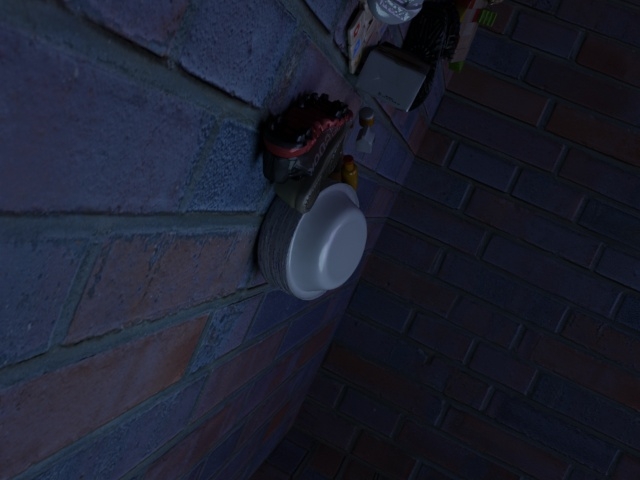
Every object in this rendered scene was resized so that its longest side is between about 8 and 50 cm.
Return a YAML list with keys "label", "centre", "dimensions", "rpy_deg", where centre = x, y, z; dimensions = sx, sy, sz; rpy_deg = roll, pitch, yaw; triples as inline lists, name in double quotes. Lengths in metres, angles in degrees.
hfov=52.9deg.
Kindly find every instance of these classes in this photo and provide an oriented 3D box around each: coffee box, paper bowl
- label: "coffee box"
  centre: [0.182, -0.405, 1.571]
  dimensions: [0.098, 0.141, 0.246]
  rpy_deg: [-64, 179, 25]
- label: "paper bowl"
  centre: [0.000, 0.000, 1.471]
  dimensions: [0.284, 0.148, 0.284]
  rpy_deg: [-36, 137, -43]

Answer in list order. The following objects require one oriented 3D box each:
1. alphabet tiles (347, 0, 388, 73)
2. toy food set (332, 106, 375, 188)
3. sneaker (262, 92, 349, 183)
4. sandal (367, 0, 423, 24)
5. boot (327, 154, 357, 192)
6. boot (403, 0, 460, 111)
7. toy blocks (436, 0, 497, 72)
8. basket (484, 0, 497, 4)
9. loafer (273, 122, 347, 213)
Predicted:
- label: "alphabet tiles"
  centre: [0.123, -0.523, 1.434]
  dimensions: [0.278, 0.021, 0.284]
  rpy_deg: [-63, 169, -13]
- label: "toy food set"
  centre: [0.067, -0.247, 1.539]
  dimensions: [0.104, 0.111, 0.232]
  rpy_deg: [84, 24, -61]
- label: "sneaker"
  centre: [-0.032, -0.193, 1.233]
  dimensions: [0.276, 0.097, 0.135]
  rpy_deg: [-48, 160, -51]
- label: "sandal"
  centre: [0.168, -0.615, 1.180]
  dimensions: [0.102, 0.169, 0.416]
  rpy_deg: [59, -44, 48]
- label: "boot"
  centre: [-0.014, -0.071, 1.642]
  dimensions: [0.220, 0.109, 0.283]
  rpy_deg: [-41, 162, -56]
- label: "boot"
  centre: [0.338, -0.584, 2.038]
  dimensions: [0.348, 0.131, 0.260]
  rpy_deg: [-70, 168, 22]
- label: "toy blocks"
  centre: [0.463, -0.765, 2.209]
  dimensions: [0.261, 0.190, 0.381]
  rpy_deg: [-29, 144, -53]
- label: "basket"
  centre: [0.447, -0.808, 1.812]
  dimensions: [0.299, 0.223, 0.213]
  rpy_deg: [-44, 157, -60]
- label: "loafer"
  centre: [-0.018, -0.173, 1.361]
  dimensions: [0.102, 0.092, 0.268]
  rpy_deg: [107, 8, -48]
